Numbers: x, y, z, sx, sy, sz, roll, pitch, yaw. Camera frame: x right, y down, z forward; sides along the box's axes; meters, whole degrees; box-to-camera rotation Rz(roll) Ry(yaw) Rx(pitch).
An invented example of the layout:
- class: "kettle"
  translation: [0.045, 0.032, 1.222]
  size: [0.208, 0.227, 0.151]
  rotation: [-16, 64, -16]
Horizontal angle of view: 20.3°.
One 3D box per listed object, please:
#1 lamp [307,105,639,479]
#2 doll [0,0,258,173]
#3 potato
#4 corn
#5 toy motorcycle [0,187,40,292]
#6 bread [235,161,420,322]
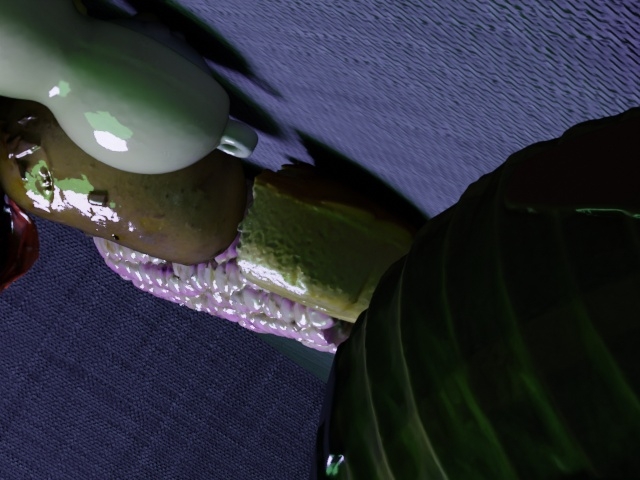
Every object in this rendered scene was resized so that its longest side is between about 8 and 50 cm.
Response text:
- class: "lamp"
  translation: [0.105, 0.096, 0.544]
  size: [0.250, 0.284, 0.250]
  rotation: [32, -152, -19]
- class: "doll"
  translation: [-0.165, -0.121, 1.001]
  size: [0.296, 0.117, 0.141]
  rotation: [21, 163, -20]
- class: "potato"
  translation: [-0.124, -0.059, 1.138]
  size: [0.176, 0.137, 0.137]
  rotation: [19, 178, -19]
- class: "corn"
  translation: [-0.065, 0.007, 1.375]
  size: [0.127, 0.126, 0.335]
  rotation: [37, 170, -34]
- class: "toy motorcycle"
  translation: [-0.270, -0.011, 1.141]
  size: [0.171, 0.089, 0.298]
  rotation: [14, 177, -2]
- class: "bread"
  translation: [0.009, 0.004, 1.157]
  size: [0.125, 0.086, 0.156]
  rotation: [22, 176, 0]
